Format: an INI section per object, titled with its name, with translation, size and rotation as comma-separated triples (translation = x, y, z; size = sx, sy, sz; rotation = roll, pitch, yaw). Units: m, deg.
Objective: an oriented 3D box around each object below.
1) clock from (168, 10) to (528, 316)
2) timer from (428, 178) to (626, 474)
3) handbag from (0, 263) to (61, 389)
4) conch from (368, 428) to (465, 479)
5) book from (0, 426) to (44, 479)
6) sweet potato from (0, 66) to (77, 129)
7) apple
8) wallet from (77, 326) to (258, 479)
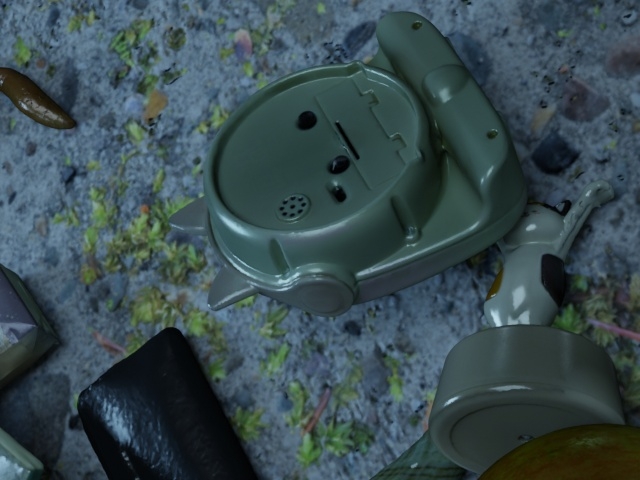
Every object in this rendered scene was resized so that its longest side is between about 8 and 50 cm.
[clock]
translation = 0.013, -0.058, 1.777
size = 0.324, 0.108, 0.265
rotation = -28, 48, -3
[timer]
translation = 0.194, 0.067, 1.724
size = 0.175, 0.175, 0.266
rotation = -9, 54, 22
[handbag]
translation = -0.371, 0.115, 1.987
size = 0.173, 0.095, 0.117
rotation = -38, 56, 2
[conch]
translation = 0.006, 0.309, 1.714
size = 0.386, 0.169, 0.203
rotation = -43, 82, 10
[book]
translation = -0.447, 0.314, 1.940
size = 0.264, 0.031, 0.379
rotation = 36, 108, 28
[sweet potato]
translation = -0.338, -0.166, 2.076
size = 0.179, 0.044, 0.044
rotation = 29, 89, 27
[apple]
translation = 0.236, 0.277, 1.573
size = 0.226, 0.246, 0.246
rotation = -25, 66, 1
[wallet]
translation = -0.148, 0.221, 1.878
size = 0.149, 0.044, 0.250
rotation = -36, 64, 16
